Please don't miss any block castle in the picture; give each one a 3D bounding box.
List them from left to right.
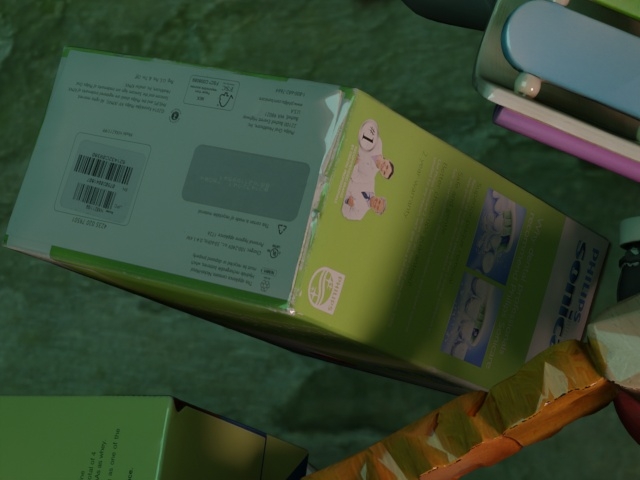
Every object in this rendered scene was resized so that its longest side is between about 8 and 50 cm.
[{"bbox_3d":[0.161,0.276,0.936,0.303,0.213,0.453,-29,70,11],"label":"block castle"}]

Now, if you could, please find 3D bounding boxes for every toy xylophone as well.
[{"bbox_3d":[0.210,-0.182,1.052,0.236,0.081,0.323,13,85,-7],"label":"toy xylophone"}]

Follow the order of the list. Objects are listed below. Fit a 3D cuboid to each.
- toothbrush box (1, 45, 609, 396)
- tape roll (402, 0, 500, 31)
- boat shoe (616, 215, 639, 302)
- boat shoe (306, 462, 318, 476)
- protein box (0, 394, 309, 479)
[{"bbox_3d":[0.000,0.000,1.091,0.206,0.283,0.122,12,83,36],"label":"toothbrush box"},{"bbox_3d":[0.116,-0.228,1.124,0.072,0.219,0.219,16,85,36],"label":"tape roll"},{"bbox_3d":[0.262,0.024,1.035,0.228,0.081,0.069,0,81,40],"label":"boat shoe"},{"bbox_3d":[-0.024,0.204,1.160,0.098,0.096,0.277,-51,54,11],"label":"boat shoe"},{"bbox_3d":[-0.137,0.197,1.092,0.201,0.136,0.200,-3,70,34],"label":"protein box"}]
